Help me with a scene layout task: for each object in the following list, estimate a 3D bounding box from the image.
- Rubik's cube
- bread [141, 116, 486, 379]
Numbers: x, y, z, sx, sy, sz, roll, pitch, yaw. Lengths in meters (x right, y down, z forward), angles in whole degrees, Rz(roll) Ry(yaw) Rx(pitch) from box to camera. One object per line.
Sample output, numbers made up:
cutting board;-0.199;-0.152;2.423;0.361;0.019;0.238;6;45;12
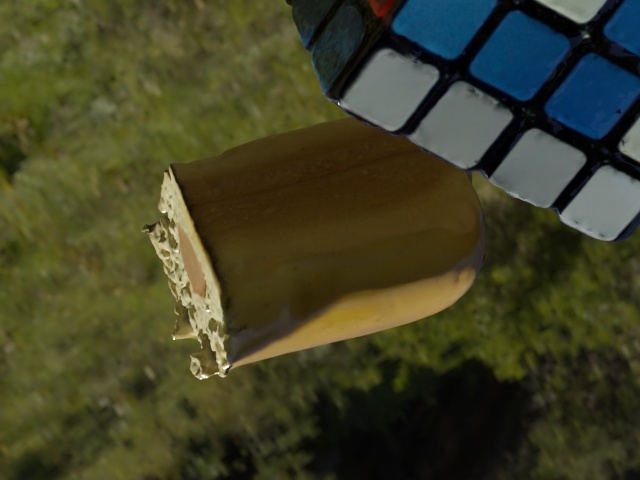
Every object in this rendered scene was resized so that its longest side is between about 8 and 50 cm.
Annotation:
Rubik's cube;0.087;-0.119;0.762;0.151;0.154;0.155;-52;-151;23
bread;0.000;0.002;1.008;0.173;0.085;0.134;-13;-137;-12
